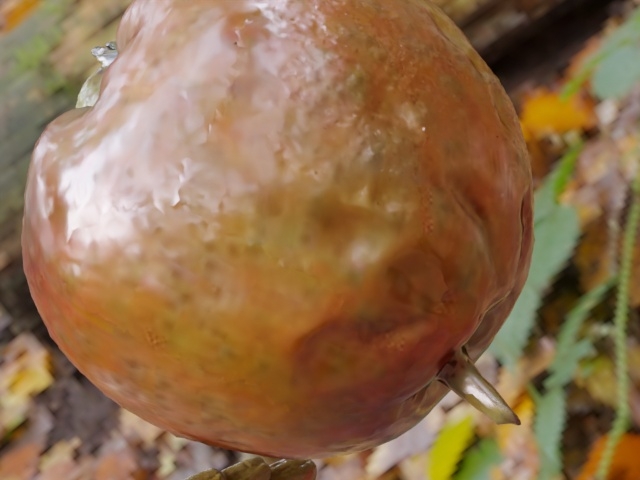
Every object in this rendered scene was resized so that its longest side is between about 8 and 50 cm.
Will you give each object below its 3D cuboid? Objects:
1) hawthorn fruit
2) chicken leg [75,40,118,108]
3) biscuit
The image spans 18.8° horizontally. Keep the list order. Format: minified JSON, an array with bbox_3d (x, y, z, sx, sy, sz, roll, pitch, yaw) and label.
[{"bbox_3d":[0.000,0.000,1.032,0.277,0.298,0.277,-42,-23,-22],"label":"hawthorn fruit"},{"bbox_3d":[-0.114,-0.047,1.539,0.429,0.201,0.153,-124,45,-57],"label":"chicken leg"},{"bbox_3d":[-0.062,0.168,1.131,0.119,0.130,0.019,-51,54,15],"label":"biscuit"}]
